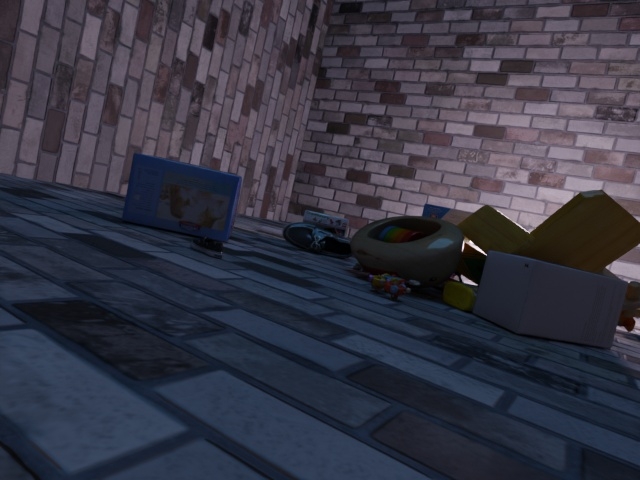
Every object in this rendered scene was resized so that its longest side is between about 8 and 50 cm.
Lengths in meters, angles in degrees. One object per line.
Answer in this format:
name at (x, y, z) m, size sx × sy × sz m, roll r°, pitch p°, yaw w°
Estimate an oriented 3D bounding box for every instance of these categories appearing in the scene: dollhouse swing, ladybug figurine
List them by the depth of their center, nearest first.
dollhouse swing at (0.667, -0.030, 1.322) m, size 0.346 × 0.305 × 0.315 m, roll 25°, pitch 18°, yaw -27°
ladybug figurine at (0.270, 0.036, 1.440) m, size 0.304 × 0.162 × 0.449 m, roll -22°, pitch 19°, yaw -18°

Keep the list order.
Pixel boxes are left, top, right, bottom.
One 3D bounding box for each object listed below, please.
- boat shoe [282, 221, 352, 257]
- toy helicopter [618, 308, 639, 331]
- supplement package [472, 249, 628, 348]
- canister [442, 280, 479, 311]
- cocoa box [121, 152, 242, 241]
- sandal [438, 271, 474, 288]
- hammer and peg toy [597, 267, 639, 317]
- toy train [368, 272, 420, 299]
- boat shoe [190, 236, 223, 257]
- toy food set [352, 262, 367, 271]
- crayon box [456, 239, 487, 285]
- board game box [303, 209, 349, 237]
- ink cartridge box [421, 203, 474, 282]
boat shoe at (0.000, 0.000, 1.867) m, size 0.319 × 0.117 × 0.099 m, roll 18°, pitch 0°, yaw -15°
toy helicopter at (1.085, 0.250, 1.635) m, size 0.354 × 0.140 × 0.235 m, roll 9°, pitch 14°, yaw -8°
supplement package at (0.571, 0.144, 1.132) m, size 0.292 × 0.178 × 0.175 m, roll 13°, pitch 3°, yaw -18°
canister at (0.444, 0.162, 1.253) m, size 0.169 × 0.074 × 0.126 m, roll 10°, pitch 4°, yaw -22°
cocoa box at (-0.461, -0.147, 1.547) m, size 0.346 × 0.232 × 0.228 m, roll 12°, pitch 5°, yaw -9°
sandal at (0.440, 0.117, 1.695) m, size 0.169 × 0.103 × 0.416 m, roll 11°, pitch 4°, yaw -21°
hammer and peg toy at (0.876, 0.138, 1.550) m, size 0.265 × 0.128 × 0.361 m, roll -7°, pitch 26°, yaw -2°
toy train at (0.192, 0.125, 1.180) m, size 0.125 × 0.046 × 0.166 m, roll 16°, pitch 8°, yaw 30°
boat shoe at (-0.296, 0.012, 1.187) m, size 0.049 × 0.040 × 0.142 m, roll 9°, pitch 5°, yaw -44°
toy food set at (0.163, 0.098, 1.652) m, size 0.077 × 0.019 × 0.122 m, roll 13°, pitch 4°, yaw 9°
crayon box at (0.591, 0.108, 1.580) m, size 0.313 × 0.106 × 0.363 m, roll 36°, pitch 11°, yaw 16°
board game box at (0.022, -0.034, 2.038) m, size 0.192 × 0.053 × 0.305 m, roll 13°, pitch -21°, yaw 4°
ink cartridge box at (0.531, 0.018, 1.928) m, size 0.223 × 0.308 × 0.129 m, roll 14°, pitch 2°, yaw 28°
